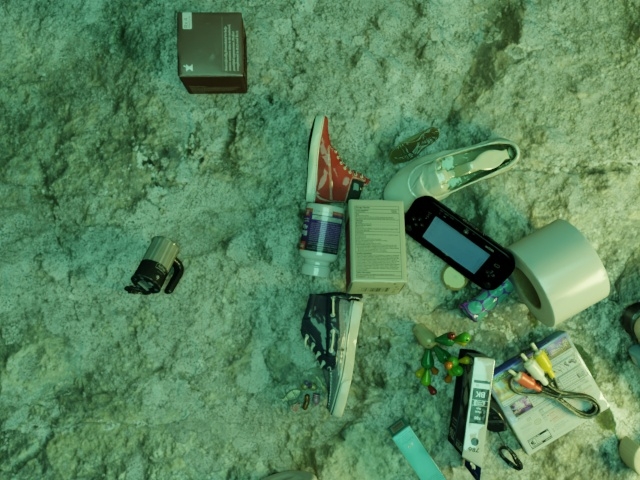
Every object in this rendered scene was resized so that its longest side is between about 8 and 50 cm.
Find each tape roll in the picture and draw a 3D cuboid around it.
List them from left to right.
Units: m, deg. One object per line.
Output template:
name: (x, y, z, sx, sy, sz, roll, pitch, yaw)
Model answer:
tape roll: (0.623, 0.087, 1.828, 0.169, 0.246, 0.246, -29, 91, -3)

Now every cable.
cable: (0.626, 0.410, 1.850, 0.287, 0.072, 0.139, 40, 93, -2)

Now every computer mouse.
computer mouse: (0.507, 0.537, 1.905, 0.041, 0.071, 0.242, -40, 109, -43)

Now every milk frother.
milk frother: (-0.460, 0.078, 1.854, 0.143, 0.129, 0.134, 1, 51, 25)

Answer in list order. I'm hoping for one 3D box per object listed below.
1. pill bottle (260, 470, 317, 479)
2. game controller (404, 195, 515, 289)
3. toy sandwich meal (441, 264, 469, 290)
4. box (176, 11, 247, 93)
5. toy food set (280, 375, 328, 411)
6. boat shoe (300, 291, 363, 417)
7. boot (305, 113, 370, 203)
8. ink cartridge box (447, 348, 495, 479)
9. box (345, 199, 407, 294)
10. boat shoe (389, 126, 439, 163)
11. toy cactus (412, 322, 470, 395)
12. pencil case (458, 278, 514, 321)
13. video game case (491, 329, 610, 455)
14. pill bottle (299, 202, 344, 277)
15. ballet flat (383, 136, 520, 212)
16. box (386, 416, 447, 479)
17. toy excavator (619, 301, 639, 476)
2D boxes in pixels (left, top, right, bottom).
pill bottle: (-0.071, 0.795, 1.820, 0.176, 0.176, 0.318, -9, 90, -3)
game controller: (0.369, 0.006, 1.843, 0.319, 0.166, 0.067, 36, 63, 8)
toy sandwich meal: (0.380, 0.100, 1.925, 0.086, 0.029, 0.085, 0, 90, 0)
box: (-0.282, -0.490, 1.810, 0.167, 0.203, 0.168, -1, 90, -3)
toy food set: (-0.042, 0.436, 1.903, 0.122, 0.019, 0.078, -36, 91, -3)
boat shoe: (0.015, 0.301, 1.866, 0.158, 0.127, 0.340, 9, 80, 2)
boot: (0.052, -0.221, 1.885, 0.176, 0.088, 0.244, 2, 97, -3)
ink cartridge box: (0.403, 0.470, 1.853, 0.065, 0.165, 0.332, 6, 88, -3)
box: (0.144, 0.019, 1.832, 0.149, 0.127, 0.232, 1, 70, -3)
boat shoe: (0.261, -0.268, 1.918, 0.153, 0.048, 0.056, -36, 103, 4)
toy cactus: (0.314, 0.308, 1.873, 0.112, 0.219, 0.180, -18, 55, -39)
pencil case: (0.464, 0.159, 1.909, 0.152, 0.064, 0.070, -42, 107, -3)
video game case: (0.626, 0.423, 1.916, 0.270, 0.061, 0.244, -30, 91, -3)
pill bottle: (0.000, 0.000, 1.866, 0.108, 0.108, 0.193, 9, 89, -3)
ballet flat: (0.363, -0.190, 1.875, 0.400, 0.139, 0.139, -21, 90, -3)
box: (0.280, 0.611, 1.877, 0.060, 0.100, 0.244, -35, 92, -3)
toy excavator: (0.986, 0.392, 1.876, 0.433, 0.222, 0.445, -26, 99, -1)
